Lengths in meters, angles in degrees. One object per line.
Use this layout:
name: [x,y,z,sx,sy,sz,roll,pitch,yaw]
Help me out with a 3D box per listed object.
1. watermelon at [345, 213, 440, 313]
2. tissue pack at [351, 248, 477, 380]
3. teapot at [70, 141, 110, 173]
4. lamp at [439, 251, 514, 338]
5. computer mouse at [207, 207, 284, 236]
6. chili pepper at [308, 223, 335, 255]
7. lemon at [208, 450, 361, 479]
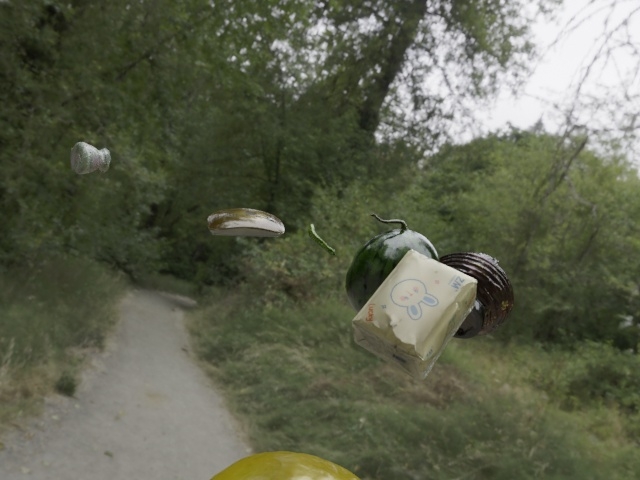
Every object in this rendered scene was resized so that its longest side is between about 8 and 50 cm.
watermelon: [0.165,0.084,1.333,0.204,0.232,0.127,13,19,-24]
tissue pack: [0.170,0.126,1.144,0.148,0.196,0.092,27,-33,25]
teapot: [-0.466,-0.167,1.297,0.064,0.064,0.083,0,25,-46]
lamp: [0.385,0.135,1.674,0.247,0.246,0.247,25,-8,4]
computer mouse: [-0.191,-0.046,1.656,0.199,0.044,0.102,2,30,-12]
chili pepper: [-0.001,0.001,1.320,0.083,0.017,0.030,47,22,10]
lemon: [-0.053,0.449,0.825,0.348,0.347,0.348,25,-8,4]
